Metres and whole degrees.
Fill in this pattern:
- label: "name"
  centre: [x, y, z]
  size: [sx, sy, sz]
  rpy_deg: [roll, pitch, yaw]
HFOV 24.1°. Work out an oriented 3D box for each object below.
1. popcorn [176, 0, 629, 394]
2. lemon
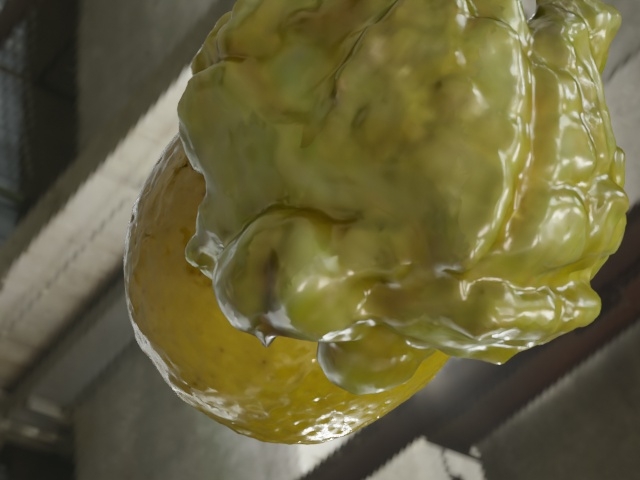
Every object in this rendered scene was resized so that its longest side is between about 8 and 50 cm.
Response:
- label: "popcorn"
  centre: [0.047, -0.044, 0.788]
  size: [0.256, 0.195, 0.255]
  rpy_deg: [42, -80, 16]
- label: "lemon"
  centre: [0.000, 0.000, 1.036]
  size: [0.310, 0.253, 0.253]
  rpy_deg: [-51, -146, 14]
